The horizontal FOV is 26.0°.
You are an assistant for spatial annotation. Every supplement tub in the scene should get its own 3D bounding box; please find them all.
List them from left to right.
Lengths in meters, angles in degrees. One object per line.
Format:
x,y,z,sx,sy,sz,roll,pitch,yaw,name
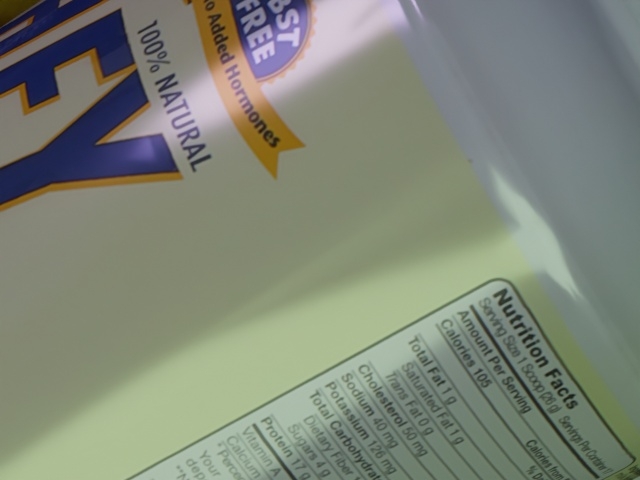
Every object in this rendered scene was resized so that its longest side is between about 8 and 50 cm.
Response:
0.000,0.000,0.469,0.325,0.235,0.235,-30,120,12,supplement tub

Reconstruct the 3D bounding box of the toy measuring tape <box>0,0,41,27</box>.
-0.114,-0.126,0.525,0.121,0.121,0.330,35,133,-16,toy measuring tape
